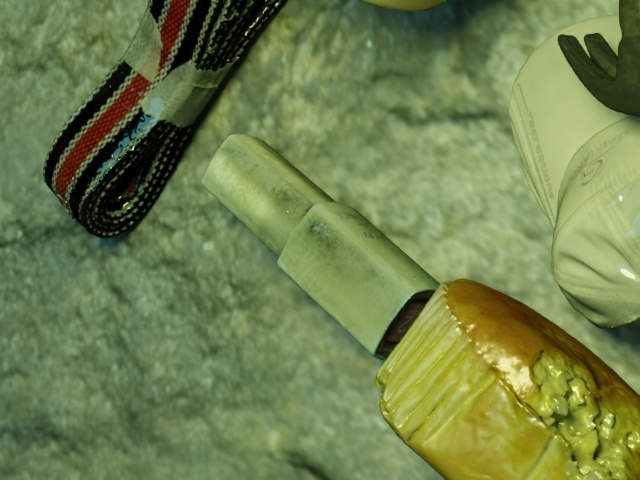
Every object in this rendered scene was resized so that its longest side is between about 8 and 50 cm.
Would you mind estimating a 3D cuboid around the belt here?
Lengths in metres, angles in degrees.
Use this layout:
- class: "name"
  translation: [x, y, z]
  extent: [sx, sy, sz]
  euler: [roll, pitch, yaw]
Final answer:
- class: "belt"
  translation: [-0.141, -0.159, 1.690]
  extent: [0.094, 0.126, 0.359]
  euler: [44, 117, 20]

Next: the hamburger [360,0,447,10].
- class: "hamburger"
  translation: [0.055, -0.326, 1.464]
  extent: [0.300, 0.300, 0.176]
  euler: [56, 129, 25]

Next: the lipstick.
- class: "lipstick"
  translation: [0.000, 0.000, 1.590]
  extent: [0.253, 0.079, 0.077]
  euler: [43, 109, 30]

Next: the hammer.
- class: "hammer"
  translation: [0.231, -0.310, 1.315]
  extent: [0.168, 0.044, 0.440]
  euler: [8, 102, 61]

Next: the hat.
- class: "hat"
  translation: [0.230, -0.064, 1.400]
  extent: [0.219, 0.164, 0.226]
  euler: [-38, 84, 27]

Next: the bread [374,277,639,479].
- class: "bread"
  translation: [0.165, 0.141, 1.401]
  extent: [0.133, 0.179, 0.250]
  euler: [-51, 60, 15]
